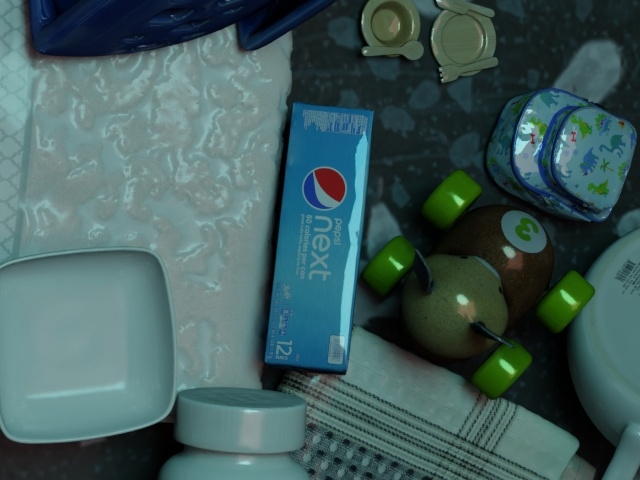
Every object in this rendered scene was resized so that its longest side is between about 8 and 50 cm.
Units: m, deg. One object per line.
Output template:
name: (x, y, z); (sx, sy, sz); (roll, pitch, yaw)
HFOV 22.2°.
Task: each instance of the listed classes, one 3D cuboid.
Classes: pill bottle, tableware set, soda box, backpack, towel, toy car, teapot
pill bottle: (-0.068, 0.229, 1.244); (0.121, 0.121, 0.221); (3, 94, -23)
tableware set: (0.093, -0.219, 1.386); (0.141, 0.020, 0.168); (1, 92, -23)
soda box: (0.000, 0.000, 1.306); (0.067, 0.071, 0.210); (7, 82, 2)
backpack: (0.211, -0.078, 1.410); (0.114, 0.084, 0.105); (22, 82, -20)
towel: (0.065, 0.260, 1.381); (0.324, 0.056, 0.312); (30, 81, -22)
toy car: (0.119, 0.037, 1.287); (0.155, 0.188, 0.149); (43, 96, 6)
teapot: (0.329, 0.117, 1.417); (0.256, 0.187, 0.252); (-10, 54, -1)
towel: (-0.179, -0.027, 1.263); (0.317, 0.053, 0.331); (5, 92, -24)

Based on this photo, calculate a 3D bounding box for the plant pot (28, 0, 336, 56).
plant pot: (-0.079, -0.268, 1.180); (0.212, 0.236, 0.235); (1, 76, -31)

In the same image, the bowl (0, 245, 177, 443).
bowl: (-0.182, 0.075, 1.214); (0.142, 0.053, 0.142); (-6, 96, -21)
